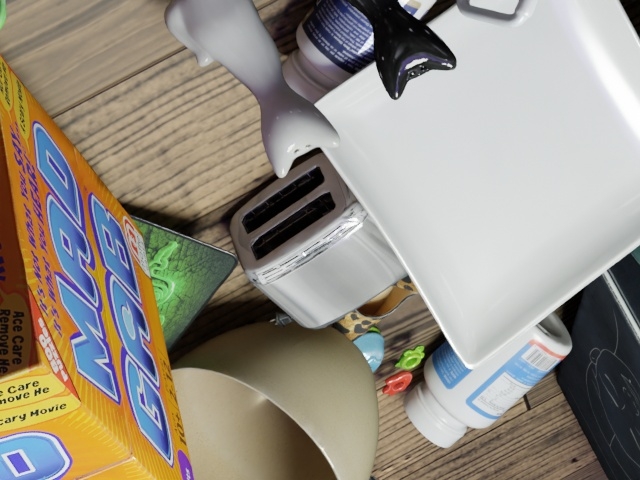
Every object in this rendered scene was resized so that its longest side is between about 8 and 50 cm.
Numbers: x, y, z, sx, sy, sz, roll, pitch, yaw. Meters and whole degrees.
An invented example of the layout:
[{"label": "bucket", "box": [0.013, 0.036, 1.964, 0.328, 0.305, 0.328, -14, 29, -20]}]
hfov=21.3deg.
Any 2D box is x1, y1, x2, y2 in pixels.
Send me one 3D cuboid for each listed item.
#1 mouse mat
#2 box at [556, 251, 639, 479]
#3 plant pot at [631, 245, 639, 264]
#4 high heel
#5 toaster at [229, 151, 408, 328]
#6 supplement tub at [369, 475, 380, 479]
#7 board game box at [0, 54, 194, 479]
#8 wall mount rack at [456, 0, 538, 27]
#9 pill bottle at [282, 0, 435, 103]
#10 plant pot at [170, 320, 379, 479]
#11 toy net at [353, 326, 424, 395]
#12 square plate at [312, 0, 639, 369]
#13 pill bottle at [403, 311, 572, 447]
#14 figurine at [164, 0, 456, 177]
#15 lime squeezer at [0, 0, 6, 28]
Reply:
[{"label": "mouse mat", "box": [-0.197, 0.053, 1.889, 0.152, 0.007, 0.190, 21, 130, -23]}, {"label": "box", "box": [0.551, 0.250, 2.182, 0.297, 0.480, 0.472, -22, 159, -9]}, {"label": "plant pot", "box": [0.502, -0.156, 1.924, 0.341, 0.341, 0.334, -22, 134, -10]}, {"label": "high heel", "box": [0.098, 0.081, 2.020, 0.093, 0.186, 0.261, 1, 133, -34]}, {"label": "toaster", "box": [0.000, 0.000, 1.915, 0.227, 0.129, 0.146, -33, 140, 16]}, {"label": "supplement tub", "box": [-0.007, 0.380, 2.332, 0.199, 0.144, 0.144, 18, 123, -45]}, {"label": "board game box", "box": [-0.361, 0.108, 1.559, 0.356, 0.356, 0.356, -22, 144, 7]}, {"label": "wall mount rack", "box": [0.138, -0.365, 1.521, 0.350, 0.130, 0.304, 15, 94, -45]}, {"label": "pill bottle", "box": [0.035, -0.214, 1.714, 0.094, 0.094, 0.169, 15, 125, -43]}, {"label": "plant pot", "box": [-0.040, 0.205, 2.046, 0.191, 0.284, 0.284, -47, 157, -38]}, {"label": "toy net", "box": [0.041, 0.205, 2.249, 0.122, 0.045, 0.232, 1, 135, -37]}, {"label": "square plate", "box": [0.200, -0.097, 1.763, 0.344, 0.049, 0.347, -36, 112, -6]}, {"label": "pill bottle", "box": [0.215, 0.170, 2.254, 0.221, 0.124, 0.124, -45, 141, 20]}, {"label": "figurine", "box": [-0.009, -0.190, 1.605, 0.215, 0.209, 0.092, -35, 167, 8]}, {"label": "lime squeezer", "box": [-0.296, -0.187, 1.561, 0.110, 0.059, 0.310, -5, 136, -29]}]
